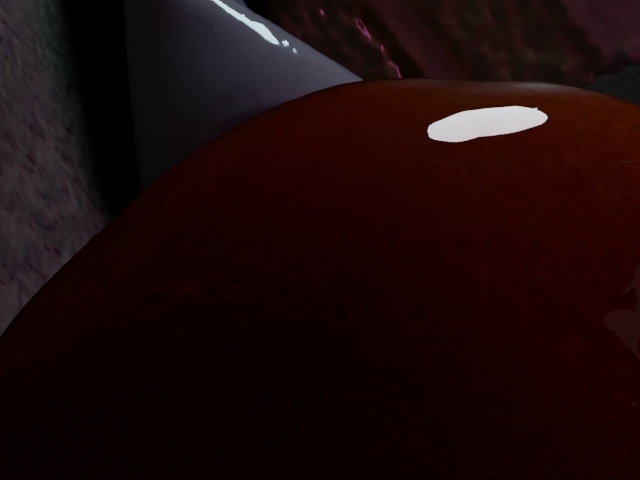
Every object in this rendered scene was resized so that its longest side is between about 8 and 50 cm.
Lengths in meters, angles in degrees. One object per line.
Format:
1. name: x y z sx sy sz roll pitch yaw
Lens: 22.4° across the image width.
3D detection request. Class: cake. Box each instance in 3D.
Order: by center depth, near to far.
1. cake: 0.112 -0.235 1.300 0.293 0.306 0.314 56 15 -18

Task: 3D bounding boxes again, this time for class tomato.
1. tomato: 0.023 0.103 0.453 0.226 0.298 0.299 -42 112 -42

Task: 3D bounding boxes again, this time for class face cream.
1. face cream: -0.059 -0.119 0.861 0.235 0.137 0.420 51 11 -47
